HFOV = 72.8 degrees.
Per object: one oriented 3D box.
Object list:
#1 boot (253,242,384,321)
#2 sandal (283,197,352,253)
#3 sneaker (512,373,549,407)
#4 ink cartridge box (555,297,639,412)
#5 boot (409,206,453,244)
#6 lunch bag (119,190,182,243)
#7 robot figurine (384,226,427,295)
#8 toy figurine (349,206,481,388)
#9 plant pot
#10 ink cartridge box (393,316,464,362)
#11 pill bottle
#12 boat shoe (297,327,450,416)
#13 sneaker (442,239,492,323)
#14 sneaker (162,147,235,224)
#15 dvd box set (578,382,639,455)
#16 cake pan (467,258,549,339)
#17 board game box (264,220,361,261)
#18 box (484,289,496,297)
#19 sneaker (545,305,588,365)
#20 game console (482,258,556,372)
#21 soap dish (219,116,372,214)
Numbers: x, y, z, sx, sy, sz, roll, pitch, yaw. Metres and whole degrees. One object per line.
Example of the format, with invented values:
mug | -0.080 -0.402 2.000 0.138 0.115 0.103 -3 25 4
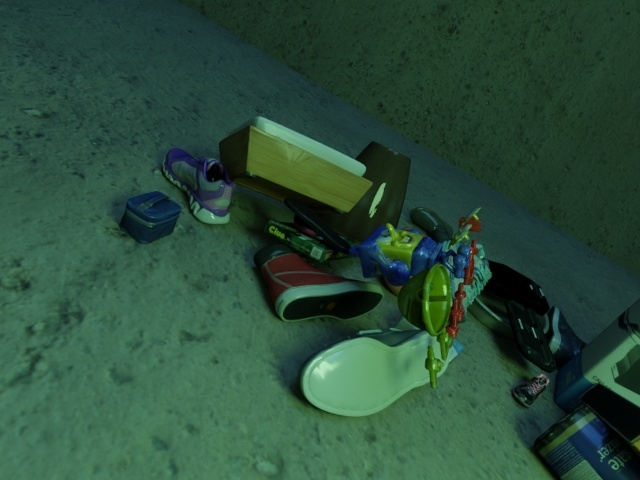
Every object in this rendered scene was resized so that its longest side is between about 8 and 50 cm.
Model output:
boot | -0.002 0.068 0.849 0.244 0.088 0.176 6 34 -35
sandal | -0.015 -0.024 0.866 0.179 0.040 0.067 43 22 19
sneaker | 0.457 0.316 0.933 0.119 0.057 0.047 -4 45 -48
ink cartridge box | 0.759 0.287 0.920 0.285 0.395 0.166 40 27 19
boot | 0.382 -0.013 1.428 0.189 0.076 0.208 26 33 -6
lunch bag | -0.291 -0.046 0.758 0.067 0.065 0.098 34 27 6
robot figurine | 0.221 0.058 1.052 0.128 0.158 0.219 17 24 10
toy figurine | 0.140 0.062 0.767 0.217 0.191 0.362 9 28 27
plant pot | 0.128 -0.125 1.104 0.215 0.230 0.215 24 13 -6
ink cartridge box | 0.217 0.201 0.882 0.122 0.052 0.088 45 29 24
pill bottle | 0.488 0.407 0.733 0.123 0.123 0.219 5 36 -42
boat shoe | 0.083 0.206 0.721 0.319 0.116 0.099 -2 -2 -38
sneaker | 0.363 0.088 1.082 0.122 0.110 0.283 -6 36 21
sneaker | -0.250 -0.139 0.922 0.095 0.104 0.236 -3 41 -47
dvd box set | 0.659 0.453 0.730 0.420 0.062 0.307 49 9 16
cake pan | 0.498 0.161 1.219 0.293 0.054 0.293 21 33 -14
board game box | 0.000 0.000 0.941 0.136 0.030 0.259 30 12 19
box | 0.504 0.144 1.324 0.067 0.018 0.083 34 26 6
sneaker | 0.694 0.282 1.198 0.163 0.086 0.226 29 32 13
game console | 0.502 0.176 1.116 0.213 0.044 0.361 25 32 -5
soap dish | -0.067 -0.148 0.951 0.291 0.118 0.229 20 -6 -27
